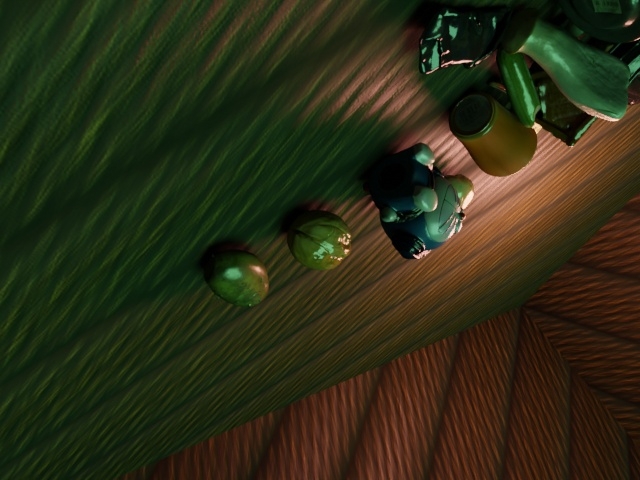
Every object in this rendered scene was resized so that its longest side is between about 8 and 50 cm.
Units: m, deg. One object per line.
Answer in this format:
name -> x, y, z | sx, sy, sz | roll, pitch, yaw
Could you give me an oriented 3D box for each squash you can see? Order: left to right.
squash -> 0.498, -0.383, 1.386 | 0.069, 0.069, 0.238 | -33, 120, -1

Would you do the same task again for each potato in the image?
potato -> -0.215, 0.094, 1.438 | 0.149, 0.113, 0.251 | -29, 145, 6

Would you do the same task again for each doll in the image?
doll -> 0.262, -0.098, 1.522 | 0.240, 0.284, 0.310 | 1, 157, 37

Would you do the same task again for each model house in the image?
model house -> 0.676, -0.385, 1.476 | 0.199, 0.220, 0.229 | -45, 127, -51

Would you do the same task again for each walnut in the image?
walnut -> 0.000, 0.000, 1.473 | 0.159, 0.159, 0.207 | -44, 150, 19

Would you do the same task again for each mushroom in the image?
mushroom -> 0.408, -0.145, 1.724 | 0.148, 0.112, 0.148 | -25, 149, -16
mushroom -> 0.570, -0.412, 1.280 | 0.329, 0.159, 0.122 | 26, 130, -14

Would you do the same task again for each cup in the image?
cup -> 0.468, -0.310, 1.497 | 0.264, 0.182, 0.226 | 19, 89, -50

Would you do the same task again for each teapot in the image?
teapot -> 0.681, -0.568, 1.219 | 0.239, 0.239, 0.321 | -46, 148, -7

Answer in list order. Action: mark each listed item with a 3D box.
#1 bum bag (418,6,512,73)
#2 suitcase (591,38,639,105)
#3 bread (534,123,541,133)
bum bag -> 0.306, -0.432, 1.190 | 0.310, 0.074, 0.137 | -19, 138, -38
suitcase -> 0.925, -0.545, 1.595 | 0.345, 0.188, 0.339 | -6, 147, -45
bread -> 0.601, -0.338, 1.673 | 0.126, 0.068, 0.188 | -8, 142, -40
